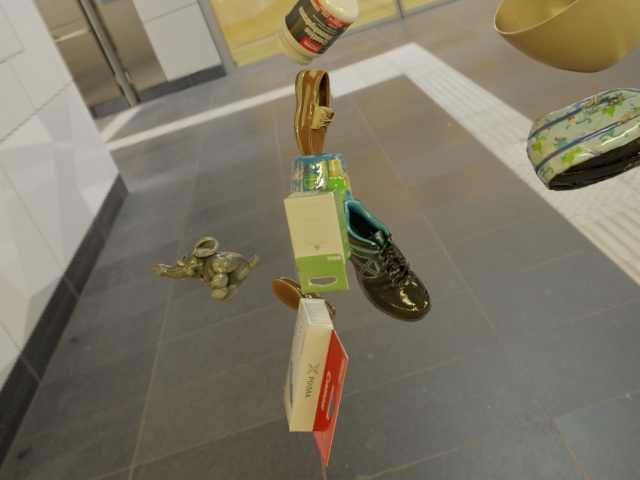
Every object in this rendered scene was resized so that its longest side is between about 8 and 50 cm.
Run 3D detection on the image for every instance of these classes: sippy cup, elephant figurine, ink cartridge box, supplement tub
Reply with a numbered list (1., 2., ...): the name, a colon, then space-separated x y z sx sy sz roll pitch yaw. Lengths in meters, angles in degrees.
1. sippy cup: 0.001 -0.168 2.109 0.306 0.223 0.240 1 9 37
2. elephant figurine: -0.351 0.073 1.977 0.240 0.186 0.169 23 91 30
3. ink cartridge box: 0.000 0.000 1.363 0.109 0.209 0.062 -6 15 17
4. supplement tub: -0.014 -0.766 2.275 0.272 0.191 0.191 -38 11 39
5. ink cartridge box: -0.019 0.323 1.506 0.066 0.296 0.261 4 21 -14

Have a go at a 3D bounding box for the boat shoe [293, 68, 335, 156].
1. boat shoe: -0.016 -0.441 2.273 0.120 0.323 0.123 -1 5 35

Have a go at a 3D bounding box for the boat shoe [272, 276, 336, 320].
1. boat shoe: -0.048 0.174 1.924 0.207 0.073 0.073 38 38 8

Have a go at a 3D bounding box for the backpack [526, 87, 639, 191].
1. backpack: 0.744 -0.267 1.757 0.356 0.273 0.290 -37 -14 6

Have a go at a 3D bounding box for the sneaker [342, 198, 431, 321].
1. sneaker: 0.138 0.050 1.533 0.125 0.341 0.139 -39 -9 -23

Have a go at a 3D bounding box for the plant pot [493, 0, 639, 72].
1. plant pot: 0.504 -0.432 1.236 0.284 0.191 0.284 -38 26 22
